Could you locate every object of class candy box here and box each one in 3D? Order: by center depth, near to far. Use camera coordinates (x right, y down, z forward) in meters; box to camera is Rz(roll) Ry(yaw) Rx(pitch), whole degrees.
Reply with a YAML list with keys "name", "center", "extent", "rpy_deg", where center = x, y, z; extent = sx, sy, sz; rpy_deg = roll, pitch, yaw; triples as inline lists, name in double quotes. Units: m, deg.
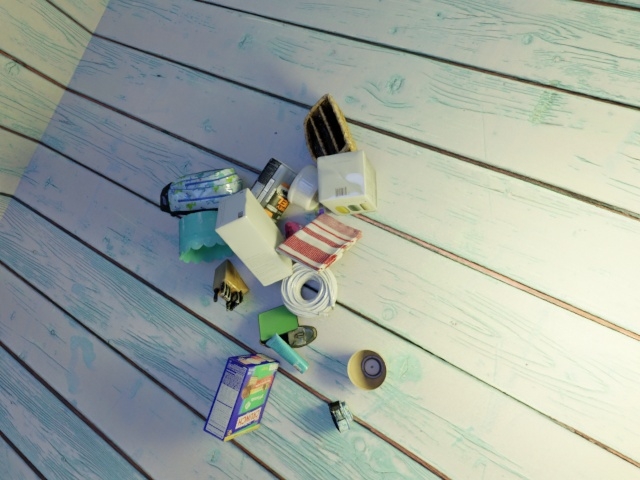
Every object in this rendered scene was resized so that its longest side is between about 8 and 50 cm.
- name: "candy box"
  center: [-0.331, 0.665, 1.764]
  extent: [0.122, 0.268, 0.316]
  rpy_deg: [18, 87, 25]

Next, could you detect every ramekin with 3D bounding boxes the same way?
- name: "ramekin"
  center: [-0.047, -0.235, 1.867]
  extent: [0.109, 0.207, 0.207]
  rpy_deg: [34, 92, 13]

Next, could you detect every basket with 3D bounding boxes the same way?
- name: "basket"
  center: [0.028, -0.471, 1.870]
  extent: [0.214, 0.223, 0.299]
  rpy_deg: [-23, 74, 14]

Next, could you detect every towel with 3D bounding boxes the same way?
- name: "towel"
  center: [0.000, 0.000, 1.767]
  extent: [0.237, 0.329, 0.037]
  rpy_deg: [26, 134, 26]
- name: "towel"
  center: [0.011, -0.150, 1.930]
  extent: [0.083, 0.009, 0.060]
  rpy_deg: [-9, 78, 18]

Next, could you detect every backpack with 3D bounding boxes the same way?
- name: "backpack"
  center: [0.089, 0.728, 1.692]
  extent: [0.084, 0.105, 0.114]
  rpy_deg: [-19, 83, -6]
- name: "backpack"
  center: [-0.552, -0.234, 2.005]
  extent: [0.356, 0.290, 0.273]
  rpy_deg: [10, 101, 15]

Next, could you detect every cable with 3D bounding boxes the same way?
- name: "cable"
  center: [-0.048, 0.220, 1.832]
  extent: [0.257, 0.089, 0.256]
  rpy_deg: [-1, 73, 15]

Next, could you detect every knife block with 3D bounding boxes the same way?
- name: "knife block"
  center: [-0.450, 0.202, 1.905]
  extent: [0.088, 0.242, 0.275]
  rpy_deg: [-41, 70, 8]

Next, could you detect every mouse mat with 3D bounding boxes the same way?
- name: "mouse mat"
  center: [-0.194, 0.367, 1.862]
  extent: [0.190, 0.007, 0.152]
  rpy_deg: [-21, 46, 7]

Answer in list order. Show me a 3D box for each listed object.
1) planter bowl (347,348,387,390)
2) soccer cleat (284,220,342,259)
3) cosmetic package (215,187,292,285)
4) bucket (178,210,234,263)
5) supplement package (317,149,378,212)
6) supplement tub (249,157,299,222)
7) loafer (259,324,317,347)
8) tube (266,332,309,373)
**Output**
- name: "planter bowl"
  center: [0.203, 0.527, 1.683]
  extent: [0.162, 0.109, 0.161]
  rpy_deg: [-4, 78, 19]
- name: "soccer cleat"
  center: [-0.033, 0.008, 1.876]
  extent: [0.331, 0.143, 0.115]
  rpy_deg: [41, 139, 37]
- name: "cosmetic package"
  center: [-0.280, -0.010, 1.782]
  extent: [0.156, 0.385, 0.217]
  rpy_deg: [-26, 36, 13]
- name: "bucket"
  center: [-0.549, -0.015, 1.971]
  extent: [0.281, 0.281, 0.182]
  rpy_deg: [-17, 73, 16]
- name: "supplement package"
  center: [0.124, -0.239, 1.769]
  extent: [0.200, 0.263, 0.197]
  rpy_deg: [-6, 78, 19]
- name: "supplement tub"
  center: [-0.236, -0.213, 1.932]
  extent: [0.194, 0.194, 0.315]
  rpy_deg: [36, 94, 22]
- name: "loafer"
  center: [-0.148, 0.442, 1.837]
  extent: [0.268, 0.084, 0.096]
  rpy_deg: [-15, 76, 17]
- name: "tube"
  center: [-0.143, 0.502, 1.805]
  extent: [0.207, 0.052, 0.080]
  rpy_deg: [41, 107, 0]
